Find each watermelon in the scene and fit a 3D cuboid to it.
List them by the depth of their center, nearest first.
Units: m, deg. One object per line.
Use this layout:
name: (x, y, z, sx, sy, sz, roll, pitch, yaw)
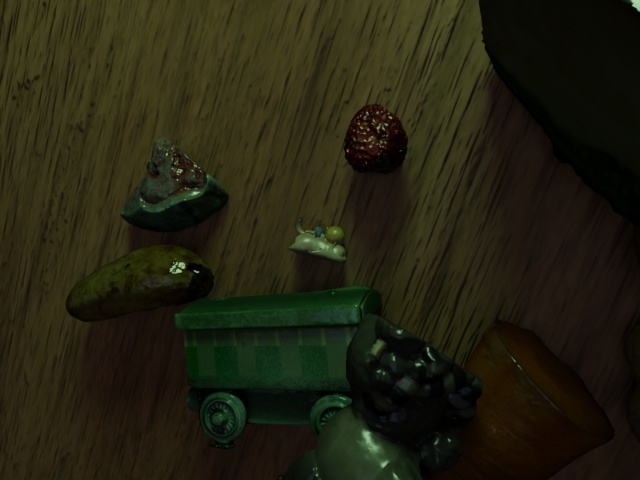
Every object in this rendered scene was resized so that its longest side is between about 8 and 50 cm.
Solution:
watermelon: (-0.236, -0.083, 0.696, 0.187, 0.071, 0.139, -14, 87, 19)

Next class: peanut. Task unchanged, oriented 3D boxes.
peanut: (0.379, 0.175, 0.517, 0.080, 0.080, 0.174, -11, 89, 19)

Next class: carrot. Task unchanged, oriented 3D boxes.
carrot: (0.198, 0.219, 0.554, 0.159, 0.159, 0.225, 40, 117, 10)

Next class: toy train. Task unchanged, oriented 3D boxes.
toy train: (-0.047, 0.168, 0.633, 0.301, 0.120, 0.202, -6, 90, 19)

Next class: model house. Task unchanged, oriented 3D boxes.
model house: (0.318, -0.207, 0.381, 0.284, 0.243, 0.298, -32, 58, 14)

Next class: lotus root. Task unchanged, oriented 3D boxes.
lotus root: (-0.278, 0.064, 0.699, 0.259, 0.110, 0.097, -15, 93, 18)

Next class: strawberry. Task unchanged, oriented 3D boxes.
strawberry: (0.070, -0.127, 0.587, 0.083, 0.083, 0.096, -25, 59, 19)

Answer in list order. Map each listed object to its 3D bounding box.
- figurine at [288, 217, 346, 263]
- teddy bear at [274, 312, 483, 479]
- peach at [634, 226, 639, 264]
figurine: (0.000, 0.000, 0.639, 0.084, 0.047, 0.050, 13, 89, 12)
teddy bear: (0.078, 0.210, 0.485, 0.144, 0.171, 0.250, 23, 94, 58)
peach: (0.446, 0.000, 0.439, 0.252, 0.153, 0.250, 2, 94, 25)
